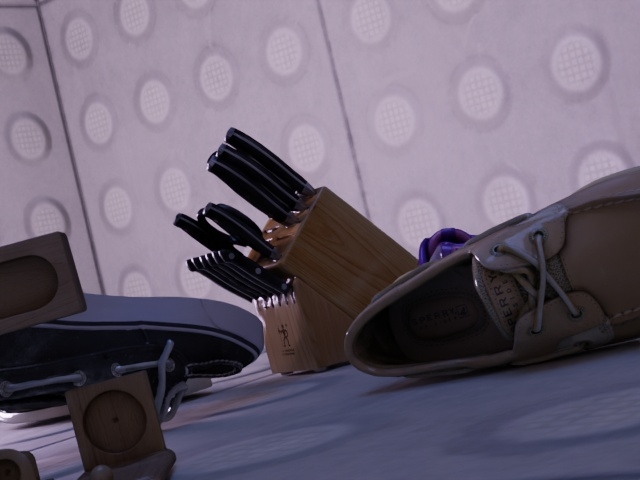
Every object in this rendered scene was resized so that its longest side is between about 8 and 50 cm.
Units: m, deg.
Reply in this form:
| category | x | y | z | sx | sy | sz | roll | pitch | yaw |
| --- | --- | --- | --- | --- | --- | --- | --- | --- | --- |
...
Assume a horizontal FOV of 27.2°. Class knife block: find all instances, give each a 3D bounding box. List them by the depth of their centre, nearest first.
| category | x | y | z | sx | sy | sz | roll | pitch | yaw |
| --- | --- | --- | --- | --- | --- | --- | --- | --- | --- |
| knife block | 0.000 | 0.000 | 1.296 | 0.275 | 0.242 | 0.088 | -12 | 0 | -33 |

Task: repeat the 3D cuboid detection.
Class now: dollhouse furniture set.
| category | x | y | z | sx | sy | sz | roll | pitch | yaw |
| --- | --- | --- | --- | --- | --- | --- | --- | --- | --- |
| dollhouse furniture set | -0.173 | 0.077 | 0.736 | 0.144 | 0.151 | 0.123 | -15 | -1 | -3 |

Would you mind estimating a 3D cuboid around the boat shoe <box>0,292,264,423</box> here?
| category | x | y | z | sx | sy | sz | roll | pitch | yaw |
| --- | --- | --- | --- | --- | --- | --- | --- | --- | --- |
| boat shoe | -0.160 | 0.102 | 1.048 | 0.113 | 0.105 | 0.306 | -21 | -20 | 34 |

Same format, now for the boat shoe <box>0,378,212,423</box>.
| category | x | y | z | sx | sy | sz | roll | pitch | yaw |
| --- | --- | --- | --- | --- | --- | --- | --- | --- | --- |
| boat shoe | -0.245 | 0.124 | 1.386 | 0.127 | 0.113 | 0.340 | -13 | -1 | -38 |

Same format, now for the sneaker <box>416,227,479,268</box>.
| category | x | y | z | sx | sy | sz | roll | pitch | yaw |
| --- | --- | --- | --- | --- | --- | --- | --- | --- | --- |
| sneaker | 0.117 | 0.041 | 1.134 | 0.095 | 0.104 | 0.236 | -14 | -2 | -4 |

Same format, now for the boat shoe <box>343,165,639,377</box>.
| category | x | y | z | sx | sy | sz | roll | pitch | yaw |
| --- | --- | --- | --- | --- | --- | --- | --- | --- | --- |
| boat shoe | 0.145 | 0.032 | 0.880 | 0.302 | 0.109 | 0.098 | -21 | -1 | 40 |
